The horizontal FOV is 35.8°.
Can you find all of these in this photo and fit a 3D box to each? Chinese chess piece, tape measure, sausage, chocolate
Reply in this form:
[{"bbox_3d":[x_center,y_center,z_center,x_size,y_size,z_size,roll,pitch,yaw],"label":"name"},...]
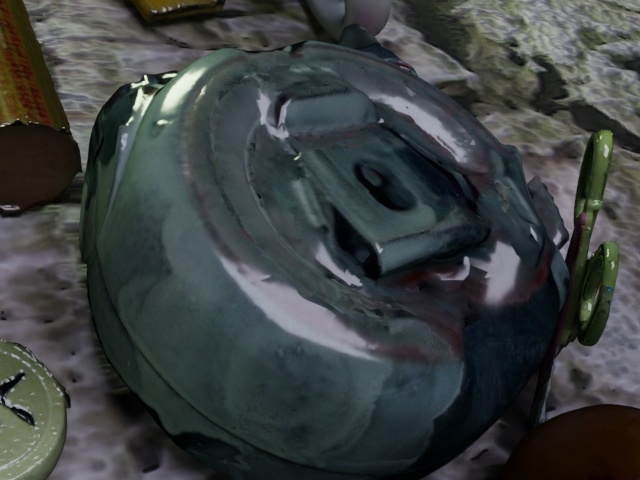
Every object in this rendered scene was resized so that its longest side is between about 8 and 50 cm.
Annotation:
[{"bbox_3d":[-0.162,0.087,0.469,0.084,0.034,0.084,14,49,-17],"label":"Chinese chess piece"},{"bbox_3d":[0.000,0.000,0.553,0.256,0.147,0.275,-18,63,-37],"label":"tape measure"},{"bbox_3d":[-0.239,-0.182,0.620,0.082,0.082,0.371,-6,57,-33],"label":"sausage"},{"bbox_3d":[0.165,0.148,0.565,0.124,0.127,0.133,61,30,-26],"label":"chocolate"}]

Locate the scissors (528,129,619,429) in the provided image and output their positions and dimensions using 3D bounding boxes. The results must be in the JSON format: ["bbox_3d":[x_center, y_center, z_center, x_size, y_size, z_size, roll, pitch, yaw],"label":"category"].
[{"bbox_3d":[0.146,0.039,0.579,0.020,0.187,0.133,9,48,6],"label":"scissors"}]

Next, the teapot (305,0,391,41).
[{"bbox_3d":[-0.042,-0.345,0.709,0.252,0.280,0.424,-22,101,-10],"label":"teapot"}]

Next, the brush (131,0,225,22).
[{"bbox_3d":[-0.196,-0.288,0.769,0.085,0.020,0.336,-23,67,-39],"label":"brush"}]
